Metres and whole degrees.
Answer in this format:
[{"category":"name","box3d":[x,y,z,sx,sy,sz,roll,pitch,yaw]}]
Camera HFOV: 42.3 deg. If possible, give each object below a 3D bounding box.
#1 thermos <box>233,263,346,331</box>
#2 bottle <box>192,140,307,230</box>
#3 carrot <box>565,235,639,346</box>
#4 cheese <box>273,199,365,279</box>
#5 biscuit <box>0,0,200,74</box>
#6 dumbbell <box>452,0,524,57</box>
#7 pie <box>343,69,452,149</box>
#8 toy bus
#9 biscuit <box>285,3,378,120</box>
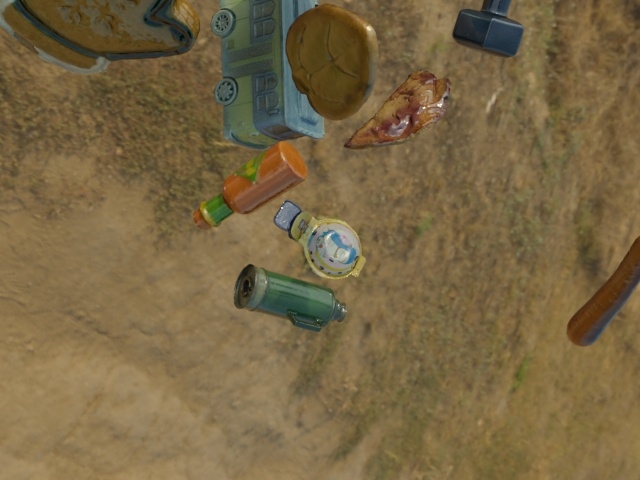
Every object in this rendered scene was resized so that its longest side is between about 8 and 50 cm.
[{"category":"thermos","box3d":[-0.039,0.096,1.332,0.188,0.083,0.073,17,92,-29]},{"category":"bottle","box3d":[-0.110,-0.072,1.219,0.187,0.069,0.069,-32,148,21]},{"category":"carrot","box3d":[0.310,0.053,0.867,0.037,0.037,0.190,-34,157,-35]},{"category":"cheese","box3d":[0.000,0.000,1.979,0.250,0.064,0.156,34,65,-9]},{"category":"biscuit","box3d":[-0.308,-0.350,1.185,0.287,0.344,0.057,31,46,-32]},{"category":"dumbbell","box3d":[0.377,-0.544,1.691,0.160,0.144,0.324,7,108,-24]},{"category":"pie","box3d":[0.108,-0.160,1.015,0.170,0.092,0.034,-52,140,-33]},{"category":"toy bus","box3d":[-0.102,-0.353,1.673,0.152,0.190,0.312,10,76,-60]},{"category":"biscuit","box3d":[0.019,-0.313,1.436,0.041,0.260,0.203,-23,93,-30]}]
